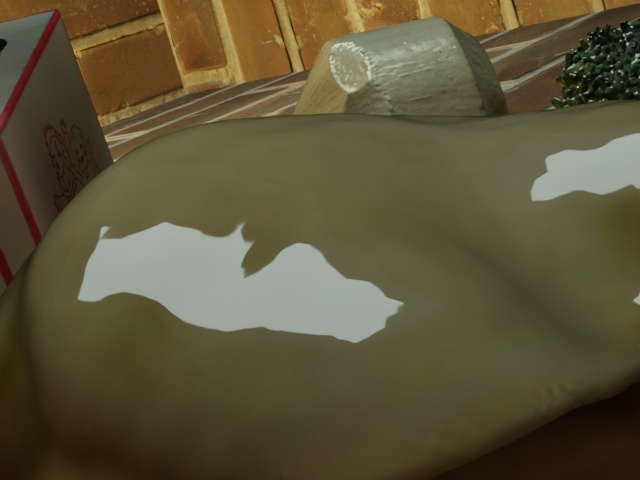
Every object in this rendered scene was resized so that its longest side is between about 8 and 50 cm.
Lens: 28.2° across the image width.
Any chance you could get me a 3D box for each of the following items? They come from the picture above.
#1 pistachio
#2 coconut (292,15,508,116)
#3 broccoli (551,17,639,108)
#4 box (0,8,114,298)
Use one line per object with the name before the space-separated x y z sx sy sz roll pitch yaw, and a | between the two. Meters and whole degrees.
pistachio | 0.028 0.060 0.633 0.445 0.281 0.365 -23 18 -10
coconut | 0.085 -0.136 1.525 0.265 0.237 0.237 -11 12 -7
broccoli | 0.223 -0.056 1.127 0.361 0.221 0.252 -22 3 23
box | -0.349 0.004 1.155 0.300 0.312 0.314 -12 28 6
